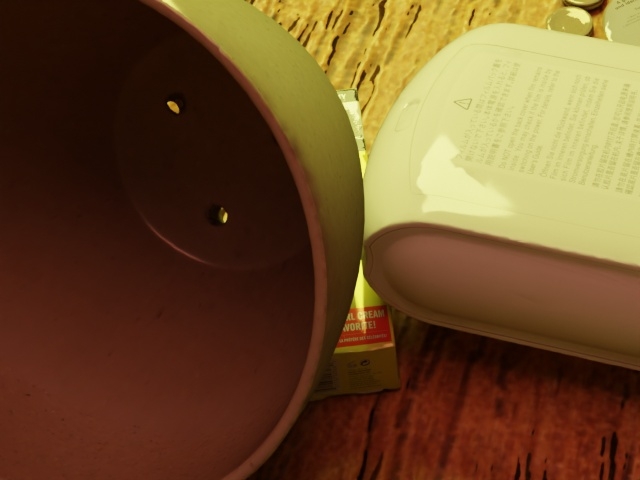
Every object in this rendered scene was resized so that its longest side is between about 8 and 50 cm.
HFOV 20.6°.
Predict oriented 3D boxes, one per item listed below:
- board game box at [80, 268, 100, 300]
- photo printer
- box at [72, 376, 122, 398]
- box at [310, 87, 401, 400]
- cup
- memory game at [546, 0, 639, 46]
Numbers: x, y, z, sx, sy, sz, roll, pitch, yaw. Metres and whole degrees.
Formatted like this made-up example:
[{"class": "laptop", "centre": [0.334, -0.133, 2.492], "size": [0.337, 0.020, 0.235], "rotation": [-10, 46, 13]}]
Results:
[{"class": "board game box", "centre": [-0.214, -0.004, 1.264], "size": [0.170, 0.048, 0.141], "rotation": [7, 49, 17]}, {"class": "photo printer", "centre": [0.186, -0.032, 1.185], "size": [0.308, 0.107, 0.256], "rotation": [12, 43, 12]}, {"class": "box", "centre": [-0.155, 0.129, 1.151], "size": [0.169, 0.054, 0.059], "rotation": [22, 66, 12]}, {"class": "box", "centre": [0.000, 0.000, 1.240], "size": [0.087, 0.058, 0.232], "rotation": [-7, 53, 1]}, {"class": "cup", "centre": [-0.103, -0.027, 1.078], "size": [0.331, 0.331, 0.237], "rotation": [17, 23, 19]}, {"class": "memory game", "centre": [0.266, -0.164, 1.358], "size": [0.186, 0.012, 0.186], "rotation": [-4, 53, 5]}]
